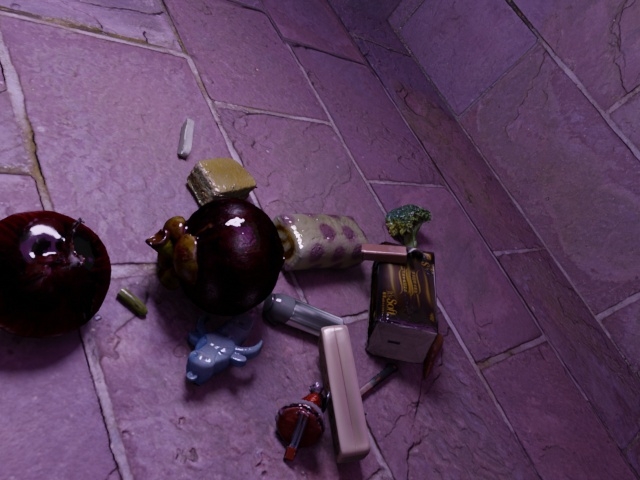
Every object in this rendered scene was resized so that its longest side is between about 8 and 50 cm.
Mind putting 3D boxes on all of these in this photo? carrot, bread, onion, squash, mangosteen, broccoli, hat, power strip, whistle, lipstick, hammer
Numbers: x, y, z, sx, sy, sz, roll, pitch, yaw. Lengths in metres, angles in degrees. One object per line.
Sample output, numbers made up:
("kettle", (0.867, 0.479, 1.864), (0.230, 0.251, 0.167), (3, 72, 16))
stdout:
("carrot", (0.387, 0.398, 1.837), (0.048, 0.048, 0.216), (41, 41, -6))
("bread", (0.000, 0.000, 1.740), (0.338, 0.155, 0.187), (-1, 54, -45))
("onion", (-0.547, 0.062, 1.070), (0.273, 0.285, 0.273), (21, 62, -45))
("squash", (-0.450, 0.149, 1.275), (0.083, 0.027, 0.027), (41, 37, -5))
("mangosteen", (-0.266, 0.037, 1.339), (0.347, 0.307, 0.306), (3, 52, -23))
("broccoli", (0.360, -0.052, 2.153), (0.194, 0.194, 0.220), (54, 14, 11))
("hat", (-0.030, 0.441, 1.362), (0.227, 0.129, 0.140), (-41, 129, -70))
("power strip", (-0.438, -0.339, 1.727), (0.030, 0.047, 0.191), (26, 42, -31))
("bread", (-0.309, -0.179, 1.657), (0.138, 0.102, 0.196), (55, 35, 8))
("whistle", (-0.247, 0.261, 1.311), (0.180, 0.093, 0.269), (23, 34, 12))
("lipstick", (0.206, 0.042, 1.727), (0.146, 0.045, 0.045), (4, 42, 5))
("hammer", (0.149, 0.432, 1.581), (0.288, 0.033, 0.111), (-20, 70, -51))

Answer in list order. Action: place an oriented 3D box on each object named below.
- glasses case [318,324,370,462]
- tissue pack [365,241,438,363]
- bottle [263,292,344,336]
("glasses case", (0.057, 0.402, 1.400), (0.076, 0.144, 0.336), (-6, 59, -8))
("tissue pack", (0.261, 0.204, 1.745), (0.210, 0.198, 0.370), (14, 43, -5))
("bottle", (-0.049, 0.231, 1.547), (0.254, 0.079, 0.096), (27, 79, -25))
